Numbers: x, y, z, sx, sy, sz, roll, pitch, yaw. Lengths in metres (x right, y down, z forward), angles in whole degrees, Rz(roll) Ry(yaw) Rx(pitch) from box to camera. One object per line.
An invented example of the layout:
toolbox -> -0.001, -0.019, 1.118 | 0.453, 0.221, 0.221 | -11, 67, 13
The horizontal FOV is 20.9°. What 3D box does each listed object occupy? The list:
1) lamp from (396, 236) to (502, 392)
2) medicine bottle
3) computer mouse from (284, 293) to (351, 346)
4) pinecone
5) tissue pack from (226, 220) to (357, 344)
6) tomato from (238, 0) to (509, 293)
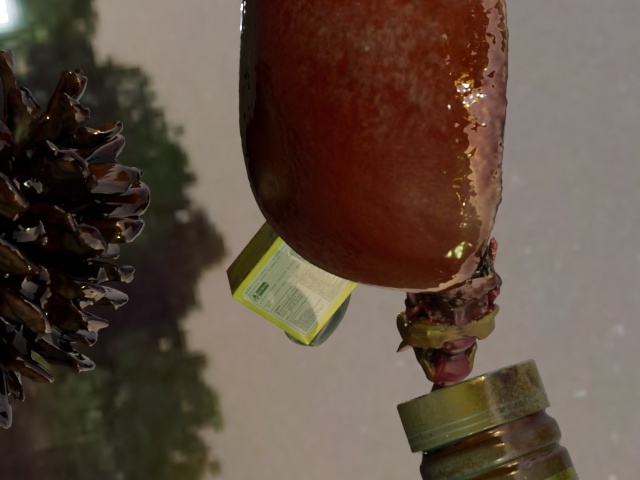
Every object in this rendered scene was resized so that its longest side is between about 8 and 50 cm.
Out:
lamp -> 0.147, 0.099, 2.057 | 0.253, 0.118, 0.118 | 93, -15, -47
medicine bottle -> 0.201, 0.294, 1.767 | 0.151, 0.151, 0.322 | 128, -57, -78
computer mouse -> 0.000, 0.064, 1.789 | 0.039, 0.066, 0.096 | 9, -105, 55
pinecone -> -0.266, -0.008, 1.426 | 0.298, 0.242, 0.296 | -115, -133, -82
tissue pack -> 0.000, 0.000, 1.656 | 0.176, 0.095, 0.062 | -51, -158, 15
tomato -> 0.014, -0.121, 1.255 | 0.338, 0.144, 0.338 | 177, -90, -73
